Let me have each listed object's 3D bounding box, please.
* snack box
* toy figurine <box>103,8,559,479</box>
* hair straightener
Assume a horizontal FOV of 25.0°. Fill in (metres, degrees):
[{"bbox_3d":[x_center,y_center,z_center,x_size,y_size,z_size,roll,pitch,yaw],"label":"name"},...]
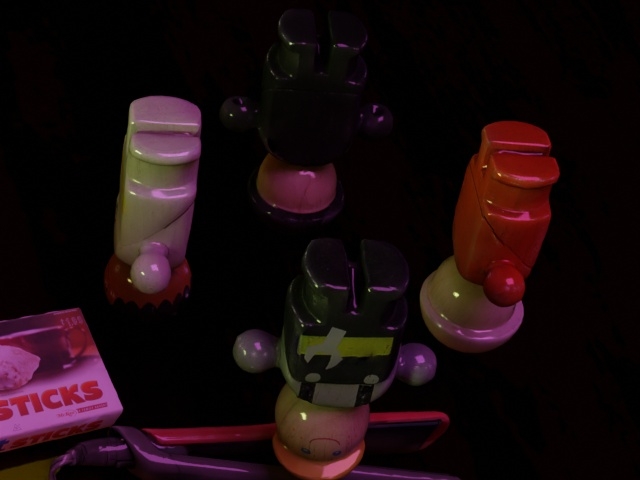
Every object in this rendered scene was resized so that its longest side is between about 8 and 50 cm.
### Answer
[{"bbox_3d":[-0.188,0.078,0.709,0.178,0.022,0.064,-10,62,-36],"label":"snack box"},{"bbox_3d":[0.000,0.000,0.777,0.213,0.148,0.209,34,47,22],"label":"toy figurine"},{"bbox_3d":[-0.027,0.131,0.746,0.230,0.047,0.089,6,53,-27],"label":"hair straightener"}]
